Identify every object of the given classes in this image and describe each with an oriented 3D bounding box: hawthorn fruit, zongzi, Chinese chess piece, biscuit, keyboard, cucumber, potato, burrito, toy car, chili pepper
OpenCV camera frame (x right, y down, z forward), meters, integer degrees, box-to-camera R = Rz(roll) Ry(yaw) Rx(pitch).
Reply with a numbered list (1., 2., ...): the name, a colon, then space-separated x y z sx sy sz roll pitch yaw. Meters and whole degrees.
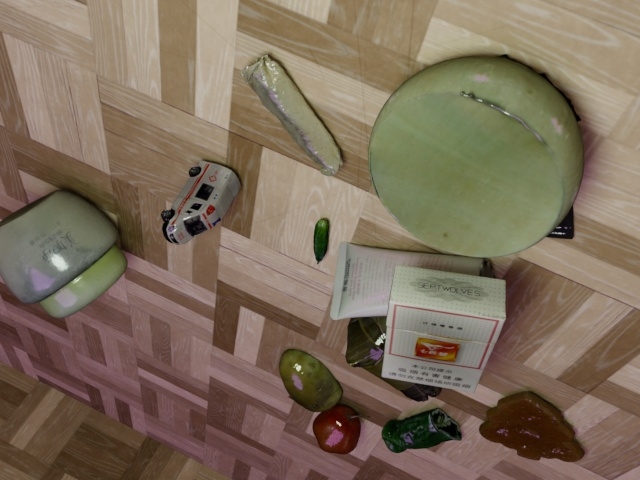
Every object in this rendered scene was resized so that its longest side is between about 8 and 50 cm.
1. hawthorn fruit: 0.068 0.603 1.962 0.163 0.162 0.203 28 125 2
2. zongzi: 0.257 0.241 1.460 0.289 0.154 0.317 34 122 -25
3. Chinese chess piece: 0.254 -0.134 1.004 0.350 0.146 0.349 19 138 18
4. biscuit: 0.566 0.495 1.602 0.278 0.043 0.301 11 137 25
5. keyboard: 0.422 -0.080 1.078 0.061 0.013 0.204 5 136 29
6. cucumber: 0.000 0.000 1.413 0.037 0.037 0.155 20 139 12
7. potato: -0.043 0.467 1.900 0.160 0.111 0.271 -4 130 38
8. burrito: -0.046 -0.236 1.163 0.082 0.059 0.275 -12 127 48
9. toy car: -0.270 -0.078 1.357 0.108 0.209 0.089 17 151 18
10. chili pepper: 0.288 0.591 1.844 0.136 0.099 0.270 22 143 -32

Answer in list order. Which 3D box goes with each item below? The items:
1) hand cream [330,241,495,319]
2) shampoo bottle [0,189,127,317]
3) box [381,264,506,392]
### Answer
1. hand cream: 0.194 0.096 1.313 0.359 0.185 0.118 1 166 27
2. shampoo bottle: -0.732 0.031 1.678 0.322 0.322 0.317 -21 110 45
3. box: 0.238 0.188 1.219 0.210 0.095 0.330 8 142 8
